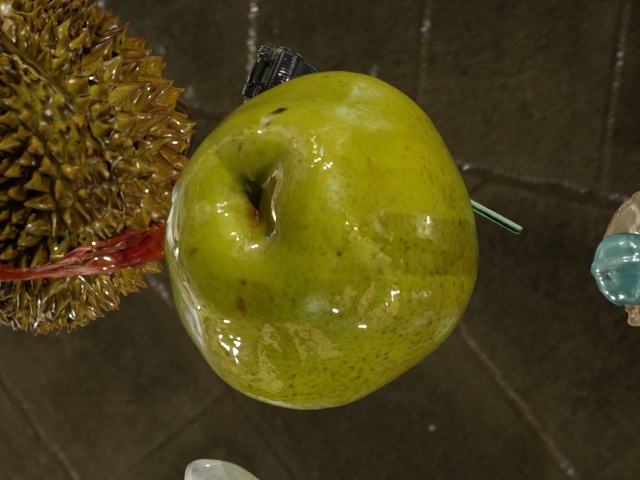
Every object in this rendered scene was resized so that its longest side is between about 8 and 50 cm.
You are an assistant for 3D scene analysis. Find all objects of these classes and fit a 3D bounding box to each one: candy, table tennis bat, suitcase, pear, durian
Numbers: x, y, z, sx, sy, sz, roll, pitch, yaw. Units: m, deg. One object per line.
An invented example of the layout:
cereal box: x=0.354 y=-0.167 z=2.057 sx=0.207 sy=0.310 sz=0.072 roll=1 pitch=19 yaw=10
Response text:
candy: x=0.125 y=-0.058 z=1.524 sx=0.194 sy=0.062 sz=0.058 roll=30 pitch=116 yaw=11
table tennis bat: x=0.209 y=0.018 z=0.716 sx=0.124 sy=0.201 sz=0.033 roll=-8 pitch=81 yaw=52
suitcase: x=-0.044 y=-0.196 z=1.839 sx=0.059 sy=0.126 sz=0.086 roll=22 pitch=91 yaw=19
pear: x=-0.001 y=0.000 z=0.846 sx=0.198 sy=0.198 sz=0.198 roll=10 pitch=112 yaw=27
durian: x=-0.294 y=-0.077 z=1.465 sx=0.348 sy=0.347 sz=0.384 roll=20 pitch=138 yaw=24

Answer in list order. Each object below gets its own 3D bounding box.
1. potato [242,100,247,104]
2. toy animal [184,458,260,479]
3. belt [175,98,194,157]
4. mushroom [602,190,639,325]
potato: x=-0.052 y=-0.146 z=2.035 sx=0.137 sy=0.137 sz=0.176 roll=27 pitch=97 yaw=20
toy animal: x=0.005 y=0.314 z=0.909 sx=0.241 sy=0.196 sz=0.367 roll=-16 pitch=118 yaw=5
belt: x=-0.336 y=-0.104 z=2.020 sx=0.122 sy=0.339 sz=0.217 roll=40 pitch=156 yaw=34
mushroom: x=0.391 y=-0.009 z=1.320 sx=0.297 sy=0.290 sz=0.297 roll=174 pitch=90 yaw=-73
